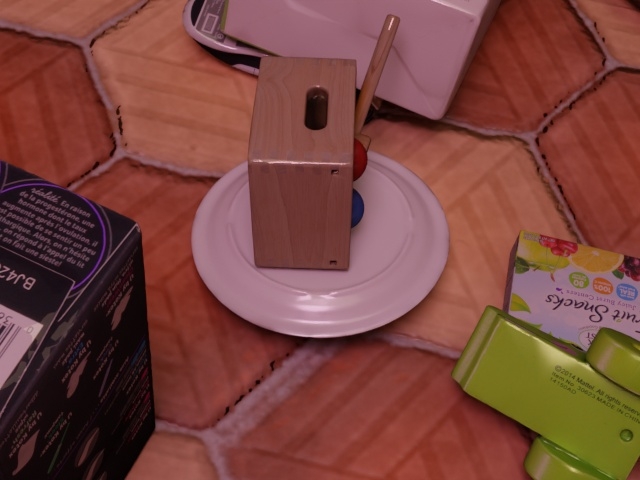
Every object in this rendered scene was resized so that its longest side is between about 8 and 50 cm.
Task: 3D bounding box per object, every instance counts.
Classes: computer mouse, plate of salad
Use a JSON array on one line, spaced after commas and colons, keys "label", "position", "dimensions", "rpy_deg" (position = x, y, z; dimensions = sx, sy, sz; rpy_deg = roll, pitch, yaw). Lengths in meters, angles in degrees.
[{"label": "computer mouse", "position": [-0.027, -0.169, 0.965], "dimensions": [0.193, 0.042, 0.106], "rpy_deg": [19, 62, -1]}, {"label": "plate of salad", "position": [0.000, 0.000, 0.857], "dimensions": [0.200, 0.048, 0.200], "rpy_deg": [0, 48, 0]}]

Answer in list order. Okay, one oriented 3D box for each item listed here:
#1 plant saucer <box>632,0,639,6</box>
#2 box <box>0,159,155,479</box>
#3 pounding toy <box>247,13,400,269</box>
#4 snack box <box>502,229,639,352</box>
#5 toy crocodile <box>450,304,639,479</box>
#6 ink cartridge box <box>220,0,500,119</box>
[{"label": "plant saucer", "position": [0.359, -0.275, 1.076], "dimensions": [0.198, 0.036, 0.198], "rpy_deg": [3, 58, -5]}, {"label": "box", "position": [-0.204, 0.081, 0.650], "dimensions": [0.165, 0.270, 0.143], "rpy_deg": [24, 59, 9]}, {"label": "pounding toy", "position": [0.004, -0.074, 0.803], "dimensions": [0.100, 0.130, 0.141], "rpy_deg": [2, 49, 2]}, {"label": "snack box", "position": [0.213, 0.056, 0.850], "dimensions": [0.141, 0.037, 0.100], "rpy_deg": [13, 58, 1]}, {"label": "toy crocodile", "position": [0.255, 0.145, 0.762], "dimensions": [0.340, 0.105, 0.115], "rpy_deg": [24, 99, 13]}, {"label": "ink cartridge box", "position": [0.081, -0.287, 0.974], "dimensions": [0.207, 0.119, 0.353], "rpy_deg": [23, 49, 6]}]
